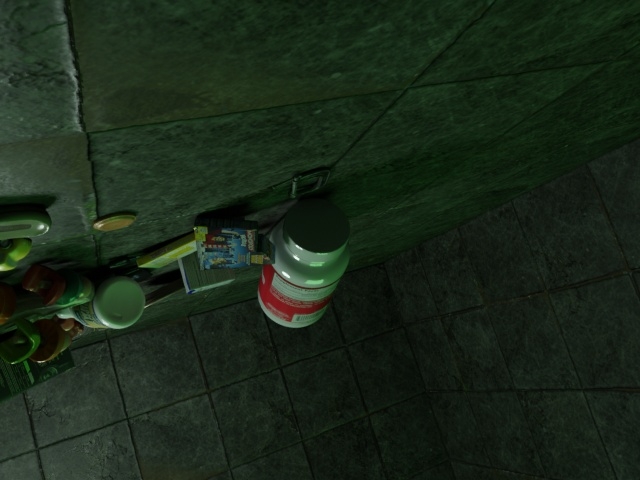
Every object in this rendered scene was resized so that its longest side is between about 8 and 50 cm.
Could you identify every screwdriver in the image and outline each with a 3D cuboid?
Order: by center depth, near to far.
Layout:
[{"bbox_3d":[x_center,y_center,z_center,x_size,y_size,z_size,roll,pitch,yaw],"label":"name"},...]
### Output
[{"bbox_3d":[-0.472,0.043,1.474,0.170,0.025,0.024,-14,171,-20],"label":"screwdriver"}]

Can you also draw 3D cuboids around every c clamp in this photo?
[{"bbox_3d":[-0.042,-0.130,1.271,0.137,0.022,0.160,-22,170,-5],"label":"c clamp"}]

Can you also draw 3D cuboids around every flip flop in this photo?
[{"bbox_3d":[-0.561,0.006,0.864,0.277,0.080,0.112,-11,169,-39],"label":"flip flop"}]

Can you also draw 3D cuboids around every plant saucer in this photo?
[{"bbox_3d":[-0.412,-0.036,1.123,0.084,0.013,0.083,-17,172,-2],"label":"plant saucer"},{"bbox_3d":[-0.541,0.179,1.978,0.278,0.041,0.278,-27,-179,1],"label":"plant saucer"}]

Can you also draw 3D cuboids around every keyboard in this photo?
[{"bbox_3d":[-0.577,0.108,1.691,0.108,0.023,0.180,-23,172,-9],"label":"keyboard"}]

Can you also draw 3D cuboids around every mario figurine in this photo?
[{"bbox_3d":[-0.749,0.204,1.763,0.321,0.170,0.198,-25,140,-30],"label":"mario figurine"}]

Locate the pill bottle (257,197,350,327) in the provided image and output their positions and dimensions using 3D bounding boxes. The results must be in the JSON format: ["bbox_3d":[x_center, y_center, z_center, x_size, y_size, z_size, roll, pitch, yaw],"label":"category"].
[{"bbox_3d":[-0.047,0.068,1.589,0.229,0.228,0.407,-14,152,-22],"label":"pill bottle"}]

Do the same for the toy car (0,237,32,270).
[{"bbox_3d":[-0.681,0.053,1.017,0.239,0.053,0.225,-22,171,26],"label":"toy car"}]

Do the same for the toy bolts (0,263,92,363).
[{"bbox_3d":[-0.665,0.151,1.336,0.228,0.218,0.158,-52,162,3],"label":"toy bolts"}]

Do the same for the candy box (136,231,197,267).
[{"bbox_3d":[-0.372,0.022,1.481,0.206,0.027,0.105,-24,173,10],"label":"candy box"}]

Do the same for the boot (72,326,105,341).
[{"bbox_3d":[-0.908,0.306,2.133,0.263,0.091,0.229,-19,167,-19],"label":"boot"}]

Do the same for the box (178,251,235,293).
[{"bbox_3d":[-0.333,0.076,1.623,0.137,0.126,0.072,-13,172,-24],"label":"box"}]

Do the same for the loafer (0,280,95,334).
[{"bbox_3d":[-0.736,0.178,1.432,0.320,0.111,0.112,-13,-159,-7],"label":"loafer"}]

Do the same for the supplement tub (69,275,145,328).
[{"bbox_3d":[-0.603,0.173,1.567,0.200,0.144,0.144,-7,-179,42],"label":"supplement tub"}]

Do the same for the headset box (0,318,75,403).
[{"bbox_3d":[-0.833,0.300,1.488,0.246,0.131,0.283,15,-148,43],"label":"headset box"}]

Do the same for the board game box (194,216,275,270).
[{"bbox_3d":[-0.205,0.004,1.380,0.194,0.060,0.194,2,145,-7],"label":"board game box"}]
